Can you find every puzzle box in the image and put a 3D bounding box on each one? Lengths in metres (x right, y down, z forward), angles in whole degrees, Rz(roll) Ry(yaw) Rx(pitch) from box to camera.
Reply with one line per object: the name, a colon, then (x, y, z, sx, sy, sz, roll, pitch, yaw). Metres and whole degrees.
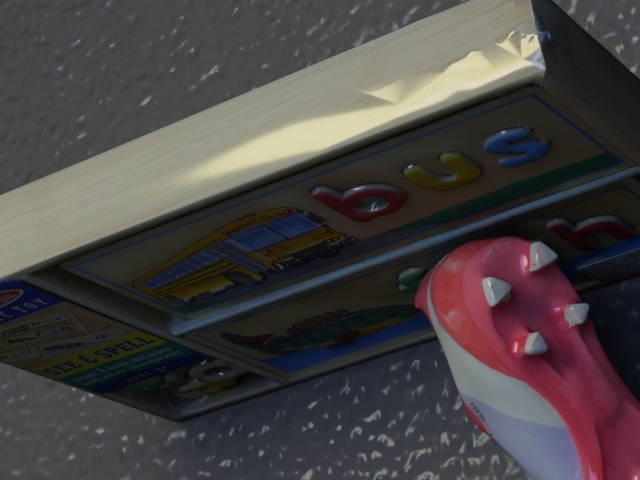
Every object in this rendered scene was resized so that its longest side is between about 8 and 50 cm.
puzzle box: (0.000, 0.000, 1.034, 0.409, 0.272, 0.052, -20, 63, 28)

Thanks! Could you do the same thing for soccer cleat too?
soccer cleat: (0.134, 0.110, 0.990, 0.248, 0.083, 0.095, 60, 154, -4)
